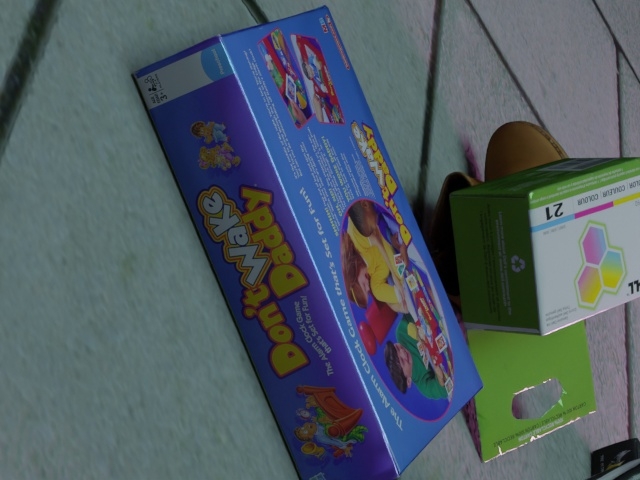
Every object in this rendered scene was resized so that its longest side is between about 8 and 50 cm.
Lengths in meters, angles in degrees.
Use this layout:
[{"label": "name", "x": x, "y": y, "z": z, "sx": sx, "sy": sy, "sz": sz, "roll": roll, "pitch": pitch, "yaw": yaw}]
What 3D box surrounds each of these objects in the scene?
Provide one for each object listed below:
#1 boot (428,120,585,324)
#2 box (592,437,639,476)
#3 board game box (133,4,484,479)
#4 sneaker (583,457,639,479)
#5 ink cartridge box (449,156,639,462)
[{"label": "boot", "x": 0.171, "y": -0.025, "z": 1.823, "sx": 0.220, "sy": 0.109, "sz": 0.283, "roll": 30, "pitch": 52, "yaw": -50}, {"label": "box", "x": 0.349, "y": 0.353, "z": 1.932, "sx": 0.183, "sy": 0.056, "sz": 0.231, "roll": 54, "pitch": 28, "yaw": -31}, {"label": "board game box", "x": 0.000, "y": 0.000, "z": 1.436, "sx": 0.347, "sy": 0.078, "sz": 0.233, "roll": 68, "pitch": 23, "yaw": -4}, {"label": "sneaker", "x": 0.249, "y": 0.290, "z": 1.513, "sx": 0.447, "sy": 0.257, "sz": 0.169, "roll": 24, "pitch": 50, "yaw": -59}, {"label": "ink cartridge box", "x": 0.225, "y": 0.062, "z": 1.701, "sx": 0.189, "sy": 0.097, "sz": 0.255, "roll": -17, "pitch": 103, "yaw": -44}]
